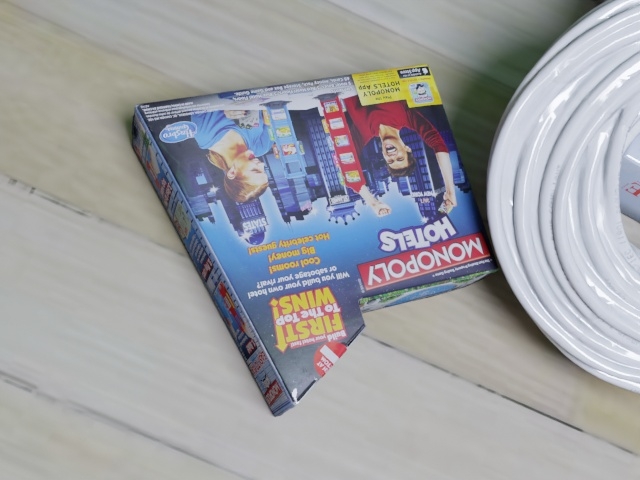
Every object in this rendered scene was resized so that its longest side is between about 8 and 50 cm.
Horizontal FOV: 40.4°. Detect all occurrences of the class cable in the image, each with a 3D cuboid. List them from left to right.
[{"bbox_3d":[0.230,-0.032,0.529,0.257,0.089,0.257,33,104,-2],"label":"cable"}]

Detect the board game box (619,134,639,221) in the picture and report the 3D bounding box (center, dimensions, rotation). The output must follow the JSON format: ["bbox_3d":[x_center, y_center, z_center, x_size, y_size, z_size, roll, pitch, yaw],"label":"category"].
[{"bbox_3d":[0.397,-0.098,0.664,0.319,0.066,0.317,28,68,-2],"label":"board game box"}]

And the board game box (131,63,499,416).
[{"bbox_3d":[0.000,0.000,0.538,0.194,0.060,0.194,-11,76,-17],"label":"board game box"}]
